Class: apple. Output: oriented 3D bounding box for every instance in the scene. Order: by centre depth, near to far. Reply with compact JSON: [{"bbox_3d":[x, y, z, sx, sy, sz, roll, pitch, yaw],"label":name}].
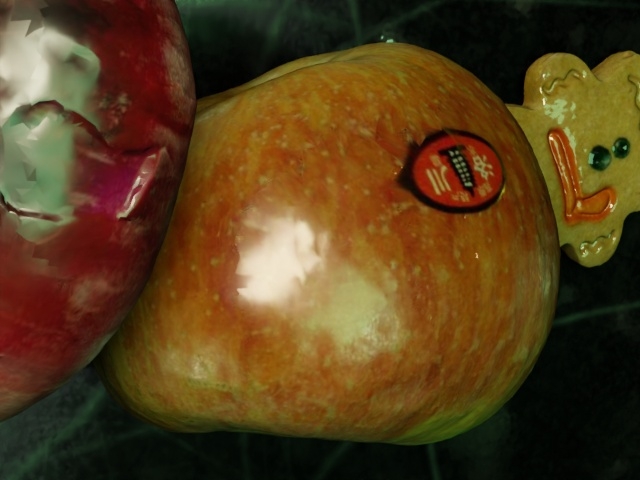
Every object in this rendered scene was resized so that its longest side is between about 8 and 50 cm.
[{"bbox_3d":[0.000,0.000,1.219,0.309,0.277,0.250,7,85,-61],"label":"apple"}]

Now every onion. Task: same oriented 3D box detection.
[{"bbox_3d":[-0.206,-0.063,1.063,0.285,0.347,0.348,14,93,-63],"label":"onion"}]

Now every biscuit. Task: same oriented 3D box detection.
[{"bbox_3d":[0.167,-0.050,1.433,0.225,0.036,0.166,-21,110,-24],"label":"biscuit"}]
